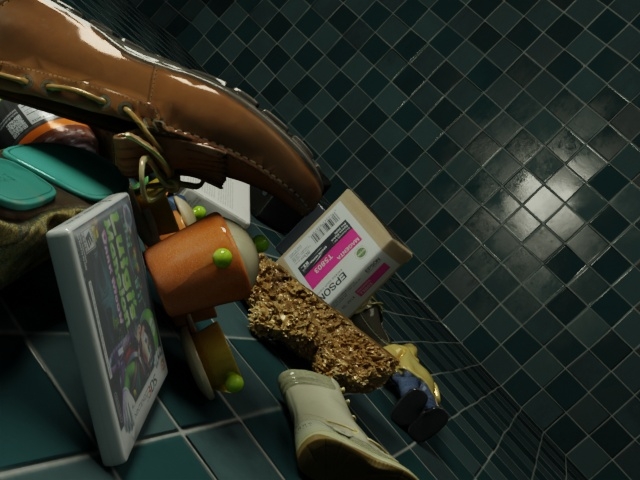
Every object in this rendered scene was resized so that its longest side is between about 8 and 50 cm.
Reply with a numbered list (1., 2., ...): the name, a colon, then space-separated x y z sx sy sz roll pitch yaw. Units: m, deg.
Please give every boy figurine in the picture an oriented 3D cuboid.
1. boy figurine: 0.170 0.277 1.371 0.177 0.092 0.285 43 8 -14

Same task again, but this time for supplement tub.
1. supplement tub: -0.339 -0.129 0.819 0.198 0.106 0.106 50 9 16

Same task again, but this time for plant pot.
1. plant pot: -0.121 -0.145 1.756 0.187 0.188 0.167 48 20 20

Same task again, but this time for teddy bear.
1. teddy bear: -0.034 0.134 1.102 0.338 0.113 0.245 38 0 5

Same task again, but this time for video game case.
1. video game case: -0.175 0.065 0.588 0.173 0.022 0.190 -98 179 -77

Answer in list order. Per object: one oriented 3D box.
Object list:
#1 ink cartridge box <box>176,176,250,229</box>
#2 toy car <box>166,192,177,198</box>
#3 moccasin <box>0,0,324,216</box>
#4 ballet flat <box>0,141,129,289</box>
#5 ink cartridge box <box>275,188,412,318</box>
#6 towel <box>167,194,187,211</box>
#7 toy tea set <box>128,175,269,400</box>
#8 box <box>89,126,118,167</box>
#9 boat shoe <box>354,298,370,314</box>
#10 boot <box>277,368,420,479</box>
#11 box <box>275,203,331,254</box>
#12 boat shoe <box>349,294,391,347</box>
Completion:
1. ink cartridge box: -0.253 -0.156 1.298 0.261 0.066 0.296 34 25 -25
2. toy car: -0.267 -0.073 1.084 0.040 0.060 0.122 14 -2 7
3. moccasin: -0.175 -0.114 0.694 0.380 0.147 0.139 26 -8 -15
4. ballet flat: -0.269 -0.022 0.609 0.123 0.123 0.348 44 6 -7
5. ink cartridge box: 0.042 0.040 1.405 0.088 0.235 0.193 36 11 -44
6. towel: -0.232 -0.034 1.068 0.119 0.029 0.067 -70 146 -78
7. toy tea set: -0.138 0.016 0.805 0.336 0.124 0.200 -127 -160 -50
8. box: -0.300 -0.137 0.881 0.164 0.021 0.201 47 -34 22
9. boat shoe: 0.066 0.131 1.491 0.056 0.048 0.153 37 37 24
10. boot: 0.039 0.259 0.874 0.213 0.077 0.165 38 9 -26
11. box: 0.000 0.000 1.681 0.108 0.153 0.207 46 8 9
12. boat shoe: 0.089 0.150 1.591 0.109 0.091 0.305 38 10 -38
